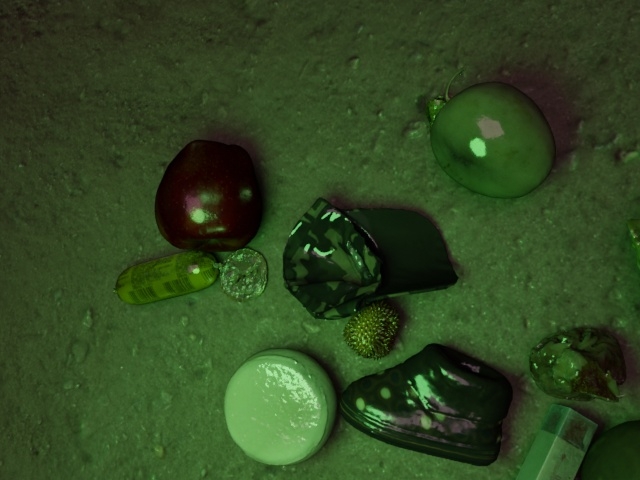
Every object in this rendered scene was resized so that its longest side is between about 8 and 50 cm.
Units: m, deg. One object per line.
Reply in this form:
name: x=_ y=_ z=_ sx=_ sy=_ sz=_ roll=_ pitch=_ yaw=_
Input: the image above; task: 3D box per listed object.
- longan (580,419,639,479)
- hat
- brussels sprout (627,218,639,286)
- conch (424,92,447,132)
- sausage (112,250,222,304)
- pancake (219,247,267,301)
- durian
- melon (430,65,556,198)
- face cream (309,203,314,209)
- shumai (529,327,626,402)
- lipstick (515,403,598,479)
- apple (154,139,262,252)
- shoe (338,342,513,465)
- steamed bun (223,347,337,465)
longan: x=0.680 y=0.528 z=0.901 sx=0.289 sy=0.288 sz=0.349 roll=-19 pitch=53 yaw=11
hat: x=0.124 y=0.071 z=1.182 sx=0.257 sy=0.382 sz=0.366 roll=-54 pitch=32 yaw=41
brussels sprout: x=0.872 y=0.029 z=0.928 sx=0.361 sy=0.342 sz=0.425 roll=32 pitch=93 yaw=-10
conch: x=0.325 y=-0.335 z=1.258 sx=0.089 sy=0.074 sz=0.121 roll=15 pitch=107 yaw=50
sausage: x=-0.442 y=0.107 z=1.355 sx=0.348 sy=0.123 sz=0.123 roll=-14 pitch=77 yaw=11
pancake: x=-0.222 y=0.100 z=1.351 sx=0.158 sy=0.028 sz=0.158 roll=-2 pitch=81 yaw=11
durian: x=0.129 y=0.224 z=1.169 sx=0.137 sy=0.158 sz=0.168 roll=23 pitch=61 yaw=3
melon: x=0.410 y=-0.241 z=1.129 sx=0.308 sy=0.272 sz=0.271 roll=30 pitch=89 yaw=25
face cream: x=0.000 y=0.000 z=1.295 sx=0.084 sy=0.057 sz=0.198 roll=2 pitch=83 yaw=15
shumai: x=0.582 y=0.278 z=1.030 sx=0.206 sy=0.175 sz=0.166 roll=-19 pitch=76 yaw=7
lipstick: x=0.478 y=0.544 z=1.020 sx=0.076 sy=0.080 sz=0.371 roll=32 pitch=77 yaw=3
apple: x=-0.295 y=-0.111 z=1.275 sx=0.289 sy=0.288 sz=0.316 roll=-11 pitch=64 yaw=13
shoe: x=0.243 y=0.359 z=1.104 sx=0.385 sy=0.171 sz=0.236 roll=11 pitch=90 yaw=15
steamed bun: x=-0.092 y=0.409 z=1.181 sx=0.283 sy=0.177 sz=0.282 roll=-1 pitch=84 yaw=13
